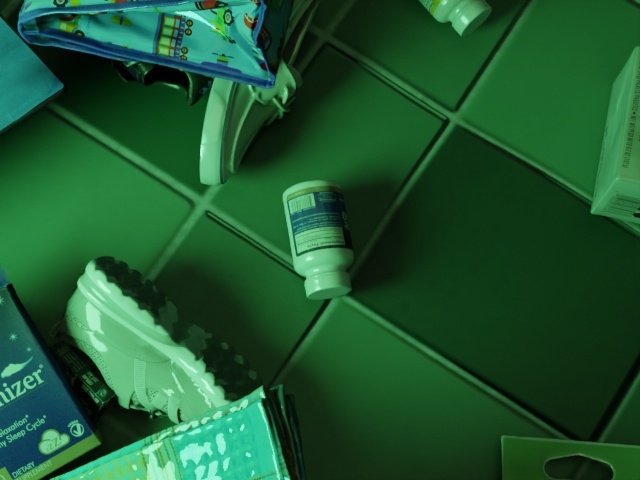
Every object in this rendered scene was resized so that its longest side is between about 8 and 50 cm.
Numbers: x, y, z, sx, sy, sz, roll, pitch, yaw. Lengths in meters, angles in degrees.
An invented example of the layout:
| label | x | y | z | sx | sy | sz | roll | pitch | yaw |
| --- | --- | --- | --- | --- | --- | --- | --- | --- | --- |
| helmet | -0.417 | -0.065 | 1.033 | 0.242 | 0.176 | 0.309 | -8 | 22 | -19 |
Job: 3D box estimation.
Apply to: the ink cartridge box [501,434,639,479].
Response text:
| label | x | y | z | sx | sy | sz | roll | pitch | yaw |
| --- | --- | --- | --- | --- | --- | --- | --- | --- | --- |
| ink cartridge box | 0.265 | 0.324 | 1.439 | 0.171 | 0.056 | 0.235 | 5 | 56 | -3 |

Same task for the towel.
| label | x | y | z | sx | sy | sz | roll | pitch | yaw |
| --- | --- | --- | --- | --- | --- | --- | --- | --- | --- |
| towel | -0.154 | 0.318 | 1.300 | 0.370 | 0.040 | 0.271 | -25 | 66 | 29 |

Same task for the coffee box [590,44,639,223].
| label | x | y | z | sx | sy | sz | roll | pitch | yaw |
| --- | --- | --- | --- | --- | --- | --- | --- | --- | --- |
| coffee box | 0.468 | -0.090 | 1.545 | 0.297 | 0.119 | 0.168 | 12 | 72 | 0 |

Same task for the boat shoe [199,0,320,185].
| label | x | y | z | sx | sy | sz | roll | pitch | yaw |
| --- | --- | --- | --- | --- | --- | --- | --- | --- | --- |
| boat shoe | -0.064 | -0.177 | 1.556 | 0.088 | 0.096 | 0.267 | 14 | 64 | 5 |

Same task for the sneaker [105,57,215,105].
| label | x | y | z | sx | sy | sz | roll | pitch | yaw |
| --- | --- | --- | --- | --- | --- | --- | --- | --- | --- |
| sneaker | -0.219 | -0.231 | 1.564 | 0.232 | 0.081 | 0.090 | 23 | 65 | 2 |

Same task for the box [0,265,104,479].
| label | x | y | z | sx | sy | sz | roll | pitch | yaw |
| --- | --- | --- | --- | --- | --- | --- | --- | --- | --- |
| box | -0.335 | 0.141 | 1.412 | 0.136 | 0.036 | 0.225 | -30 | 93 | 0 |

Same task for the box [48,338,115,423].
| label | x | y | z | sx | sy | sz | roll | pitch | yaw |
| --- | --- | --- | --- | --- | --- | --- | --- | --- | --- |
| box | -0.257 | 0.152 | 1.450 | 0.083 | 0.067 | 0.018 | 46 | 42 | 9 |

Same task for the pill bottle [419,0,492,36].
| label | x | y | z | sx | sy | sz | roll | pitch | yaw |
| --- | --- | --- | --- | --- | --- | --- | --- | --- | --- |
| pill bottle | 0.142 | -0.293 | 1.616 | 0.065 | 0.065 | 0.116 | -38 | 79 | -14 |

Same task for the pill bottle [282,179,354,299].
| label | x | y | z | sx | sy | sz | roll | pitch | yaw |
| --- | --- | --- | --- | --- | --- | --- | --- | --- | --- |
| pill bottle | 0.000 | 0.000 | 1.514 | 0.067 | 0.067 | 0.120 | -8 | 74 | -6 |

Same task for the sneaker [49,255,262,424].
| label | x | y | z | sx | sy | sz | roll | pitch | yaw |
| --- | --- | --- | --- | --- | --- | --- | --- | --- | --- |
| sneaker | -0.158 | 0.145 | 1.461 | 0.281 | 0.105 | 0.115 | 43 | 107 | 6 |

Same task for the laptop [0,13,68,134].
| label | x | y | z | sx | sy | sz | roll | pitch | yaw |
| --- | --- | --- | --- | --- | --- | --- | --- | --- | --- |
| laptop | -0.550 | -0.229 | 1.451 | 0.382 | 0.236 | 0.408 | -36 | 109 | -14 |

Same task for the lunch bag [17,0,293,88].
| label | x | y | z | sx | sy | sz | roll | pitch | yaw |
| --- | --- | --- | --- | --- | --- | --- | --- | --- | --- |
| lunch bag | -0.178 | -0.294 | 1.485 | 0.293 | 0.138 | 0.221 | 5 | 53 | 7 |
